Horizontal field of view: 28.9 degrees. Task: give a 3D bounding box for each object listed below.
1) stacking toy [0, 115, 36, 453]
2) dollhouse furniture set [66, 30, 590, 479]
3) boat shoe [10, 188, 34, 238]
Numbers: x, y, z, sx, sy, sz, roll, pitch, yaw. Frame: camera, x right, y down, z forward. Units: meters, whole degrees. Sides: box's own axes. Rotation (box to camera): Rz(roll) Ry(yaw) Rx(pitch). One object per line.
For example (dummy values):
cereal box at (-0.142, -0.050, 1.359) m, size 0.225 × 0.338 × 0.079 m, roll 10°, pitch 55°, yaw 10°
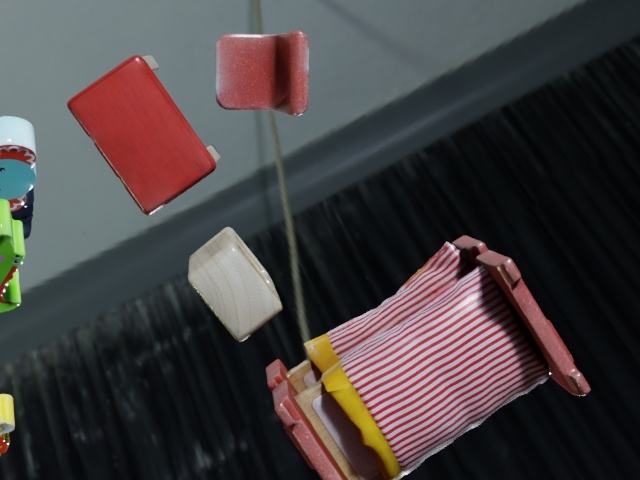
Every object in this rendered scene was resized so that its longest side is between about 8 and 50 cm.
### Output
stacking toy at (-0.162, -0.012, 0.594) m, size 0.052 × 0.167 × 0.221 m, roll 2°, pitch 147°, yaw -23°
dollhouse furniture set at (0.000, 0.000, 0.912) m, size 0.201 × 0.152 × 0.374 m, roll -35°, pitch 100°, yaw -1°
boat shoe at (-0.281, 0.007, 0.727) m, size 0.258 × 0.109 × 0.089 m, roll -20°, pitch 113°, yaw -25°
